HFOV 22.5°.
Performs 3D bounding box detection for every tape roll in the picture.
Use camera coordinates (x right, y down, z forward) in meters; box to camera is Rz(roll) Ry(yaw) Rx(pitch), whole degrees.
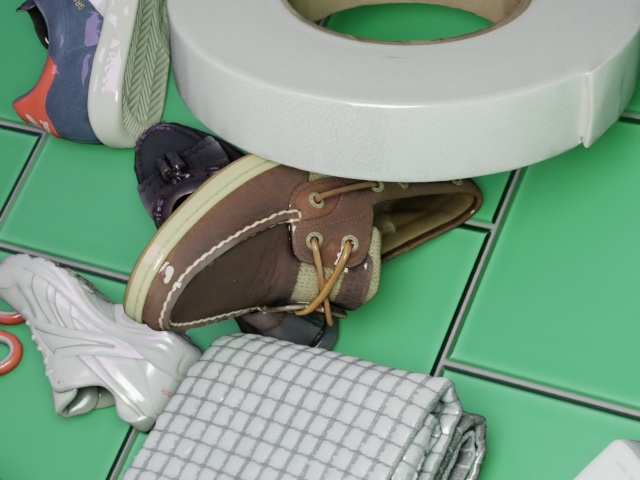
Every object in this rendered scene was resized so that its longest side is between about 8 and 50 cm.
[{"bbox_3d":[0.070,-0.177,1.311,0.392,0.072,0.392,-1,34,1],"label":"tape roll"}]

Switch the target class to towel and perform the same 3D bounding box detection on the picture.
[{"bbox_3d":[-0.031,0.221,1.210,0.235,0.121,0.284,12,62,37],"label":"towel"}]

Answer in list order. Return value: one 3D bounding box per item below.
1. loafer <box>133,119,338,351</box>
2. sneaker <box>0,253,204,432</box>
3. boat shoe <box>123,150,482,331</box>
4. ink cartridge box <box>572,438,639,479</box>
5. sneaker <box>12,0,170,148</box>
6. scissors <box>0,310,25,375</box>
[{"bbox_3d":[-0.086,-0.015,1.398,0.109,0.095,0.302,-39,54,3],"label":"loafer"},{"bbox_3d":[-0.218,0.092,1.407,0.232,0.090,0.115,25,81,32],"label":"sneaker"},{"bbox_3d":[0.000,0.000,1.263,0.123,0.123,0.342,41,41,24],"label":"boat shoe"},{"bbox_3d":[0.181,0.375,1.089,0.385,0.091,0.308,-49,53,15],"label":"ink cartridge box"},{"bbox_3d":[-0.212,-0.257,1.570,0.148,0.131,0.350,4,65,22],"label":"sneaker"},{"bbox_3d":[-0.397,0.026,1.500,0.297,0.021,0.109,26,71,7],"label":"scissors"}]
